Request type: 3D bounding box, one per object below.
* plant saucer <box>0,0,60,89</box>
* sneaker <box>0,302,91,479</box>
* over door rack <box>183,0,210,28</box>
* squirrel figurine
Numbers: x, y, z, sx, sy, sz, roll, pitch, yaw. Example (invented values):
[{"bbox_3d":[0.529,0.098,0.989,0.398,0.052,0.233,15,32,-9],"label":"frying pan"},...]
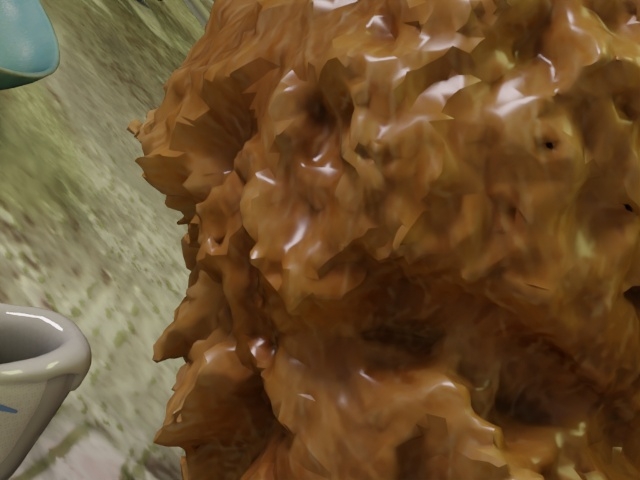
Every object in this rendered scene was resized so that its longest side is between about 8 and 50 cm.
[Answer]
[{"bbox_3d":[-0.245,-0.172,0.657,0.317,0.044,0.317,44,10,-10],"label":"plant saucer"},{"bbox_3d":[-0.131,-0.002,0.338,0.190,0.083,0.071,38,15,-35],"label":"sneaker"},{"bbox_3d":[-0.003,0.016,0.640,0.239,0.108,0.324,-114,179,-61],"label":"over door rack"},{"bbox_3d":[0.120,0.091,0.446,0.397,0.371,0.281,-5,15,-28],"label":"squirrel figurine"}]
